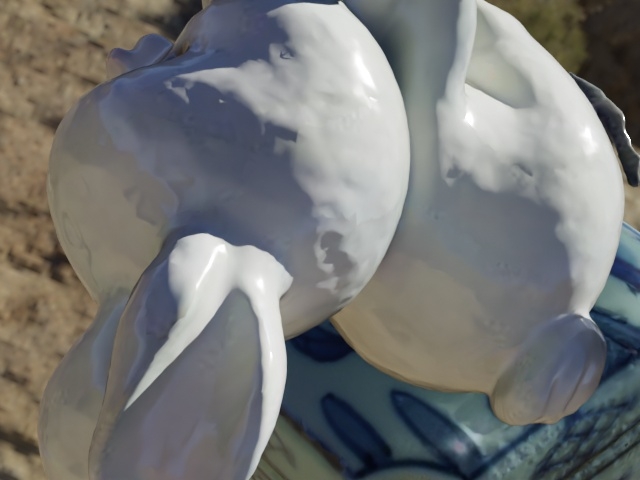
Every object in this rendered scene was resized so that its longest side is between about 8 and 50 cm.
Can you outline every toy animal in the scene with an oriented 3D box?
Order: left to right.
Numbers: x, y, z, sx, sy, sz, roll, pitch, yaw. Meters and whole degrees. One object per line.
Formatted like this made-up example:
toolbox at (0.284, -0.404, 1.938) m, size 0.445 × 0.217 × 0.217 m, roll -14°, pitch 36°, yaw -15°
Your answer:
toy animal at (-0.003, -0.005, 0.731) m, size 0.310 × 0.183 × 0.247 m, roll 0°, pitch 77°, yaw -48°

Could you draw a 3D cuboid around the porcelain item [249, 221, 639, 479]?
porcelain item at (0.074, 0.072, 1.072) m, size 0.286 × 0.157 × 0.281 m, roll -31°, pitch 48°, yaw -21°
